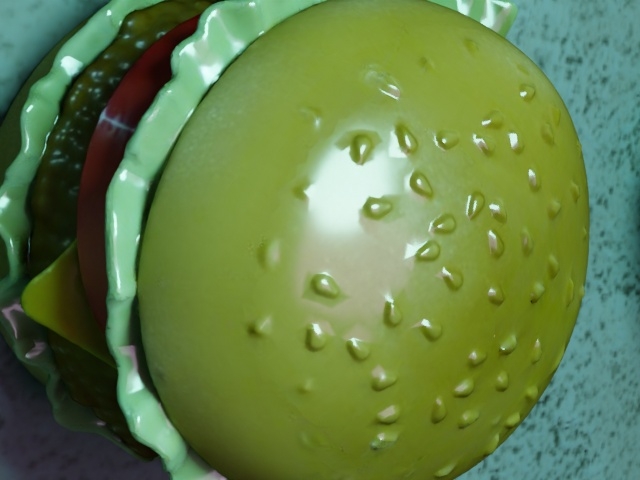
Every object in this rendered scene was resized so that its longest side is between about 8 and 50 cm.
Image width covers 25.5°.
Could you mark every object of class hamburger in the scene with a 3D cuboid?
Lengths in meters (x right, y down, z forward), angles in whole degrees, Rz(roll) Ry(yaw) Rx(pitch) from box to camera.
[{"bbox_3d":[0.000,0.000,0.651,0.274,0.212,0.274,-12,108,-38],"label":"hamburger"}]
